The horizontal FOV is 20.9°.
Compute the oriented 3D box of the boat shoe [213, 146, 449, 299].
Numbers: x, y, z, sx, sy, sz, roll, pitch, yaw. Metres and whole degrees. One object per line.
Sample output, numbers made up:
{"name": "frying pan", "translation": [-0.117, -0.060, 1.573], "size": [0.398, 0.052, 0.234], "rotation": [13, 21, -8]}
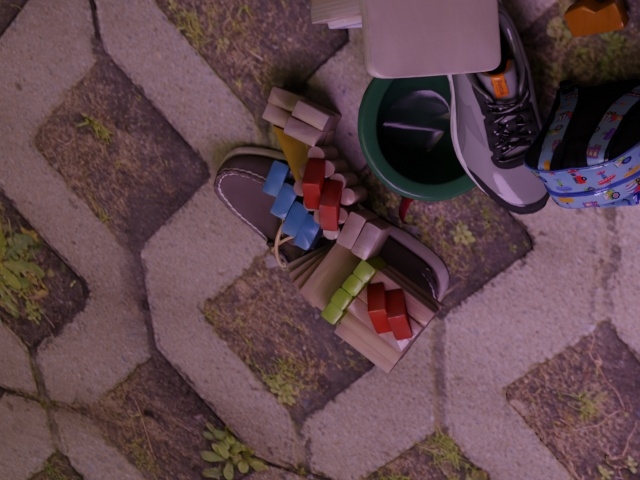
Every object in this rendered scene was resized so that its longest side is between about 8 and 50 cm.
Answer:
{"name": "boat shoe", "translation": [0.000, 0.000, 2.130], "size": [0.324, 0.097, 0.116], "rotation": [33, 135, 6]}

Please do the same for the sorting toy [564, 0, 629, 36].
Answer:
{"name": "sorting toy", "translation": [0.367, -0.296, 1.710], "size": [0.307, 0.041, 0.229], "rotation": [-5, 125, 35]}

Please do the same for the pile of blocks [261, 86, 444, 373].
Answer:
{"name": "pile of blocks", "translation": [0.006, -0.010, 2.021], "size": [0.149, 0.112, 0.362], "rotation": [-28, 87, 12]}

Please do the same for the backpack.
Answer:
{"name": "backpack", "translation": [0.301, -0.092, 1.812], "size": [0.158, 0.173, 0.117], "rotation": [-5, 121, 34]}

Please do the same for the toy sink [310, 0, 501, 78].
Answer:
{"name": "toy sink", "translation": [0.078, -0.278, 1.740], "size": [0.131, 0.153, 0.234], "rotation": [1, 98, 63]}

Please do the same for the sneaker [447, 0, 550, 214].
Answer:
{"name": "sneaker", "translation": [0.187, -0.144, 1.859], "size": [0.100, 0.108, 0.271], "rotation": [-22, 113, -4]}

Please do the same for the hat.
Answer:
{"name": "hat", "translation": [0.109, -0.135, 2.004], "size": [0.173, 0.183, 0.208], "rotation": [35, 93, -12]}
